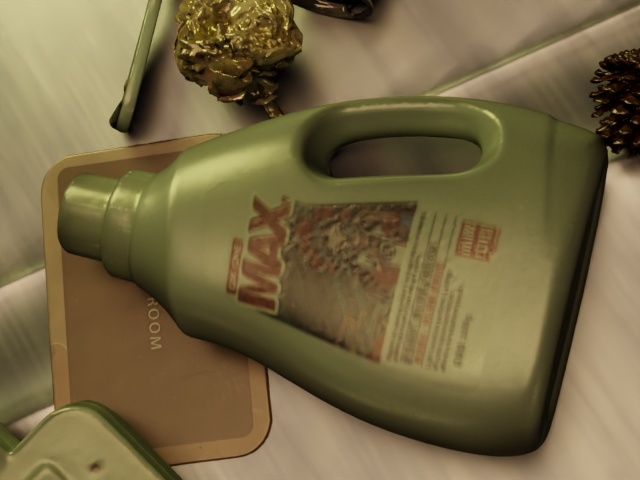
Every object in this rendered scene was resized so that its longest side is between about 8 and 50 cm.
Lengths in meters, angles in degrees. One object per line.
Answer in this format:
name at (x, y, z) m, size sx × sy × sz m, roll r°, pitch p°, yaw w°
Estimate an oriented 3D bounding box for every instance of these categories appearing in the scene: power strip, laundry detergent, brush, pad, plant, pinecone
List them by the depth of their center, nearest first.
laundry detergent at (0.000, 0.000, 1.445) m, size 0.398 × 0.125 × 0.264 m, roll 12°, pitch 79°, yaw 14°
power strip at (-0.234, 0.216, 1.449) m, size 0.261 × 0.141 × 0.229 m, roll 44°, pitch 89°, yaw 3°
pinecone at (0.239, -0.106, 1.454) m, size 0.077 × 0.077 × 0.083 m, roll 22°, pitch 91°, yaw 15°
plant at (-0.057, -0.146, 1.511) m, size 0.104 × 0.122 × 0.116 m, roll -27°, pitch 41°, yaw 7°
pad at (-0.133, 0.049, 1.518) m, size 0.176 × 0.002 × 0.266 m, roll -8°, pitch 75°, yaw 8°
brush at (-0.109, -0.225, 1.558) m, size 0.060 × 0.068 × 0.297 m, roll 15°, pitch 83°, yaw -9°

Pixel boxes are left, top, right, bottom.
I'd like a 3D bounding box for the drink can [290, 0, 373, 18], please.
drink can at (0.031, -0.303, 1.527) m, size 0.097 × 0.097 × 0.235 m, roll 14°, pitch 81°, yaw 13°
